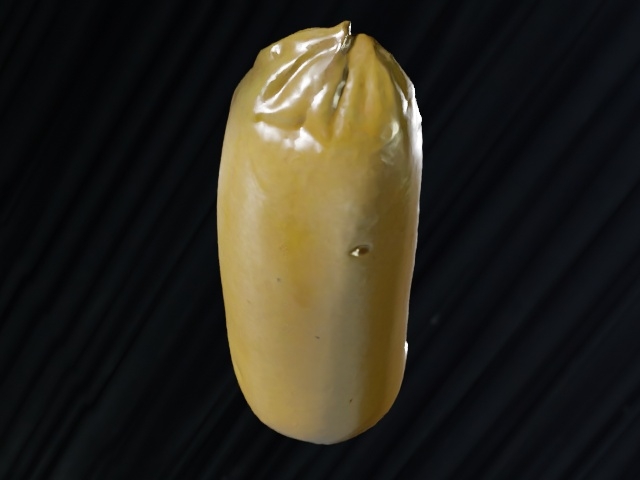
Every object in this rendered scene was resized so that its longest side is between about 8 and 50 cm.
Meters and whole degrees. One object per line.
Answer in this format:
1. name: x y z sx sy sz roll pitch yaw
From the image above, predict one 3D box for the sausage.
1. sausage: -0.003 0.003 1.056 0.134 0.354 0.116 24 55 20
